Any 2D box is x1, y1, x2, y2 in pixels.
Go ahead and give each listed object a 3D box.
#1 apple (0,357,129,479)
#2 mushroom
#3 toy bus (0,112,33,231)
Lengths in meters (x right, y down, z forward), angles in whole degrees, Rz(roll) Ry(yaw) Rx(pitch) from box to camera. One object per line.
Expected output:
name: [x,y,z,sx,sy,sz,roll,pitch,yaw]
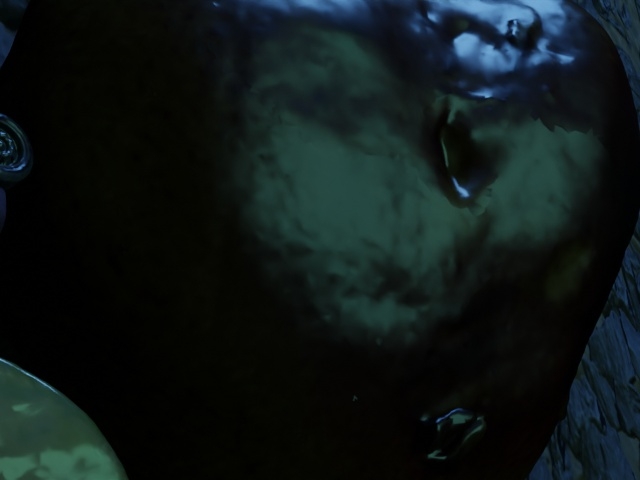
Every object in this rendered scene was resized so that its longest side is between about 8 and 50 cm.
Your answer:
apple: [-0.081,0.186,0.268,0.258,0.295,0.233,-51,151,-45]
mushroom: [0.000,0.000,0.581,0.345,0.260,0.345,6,78,-27]
toy bus: [-0.181,-0.071,0.441,0.098,0.087,0.178,11,58,-50]
